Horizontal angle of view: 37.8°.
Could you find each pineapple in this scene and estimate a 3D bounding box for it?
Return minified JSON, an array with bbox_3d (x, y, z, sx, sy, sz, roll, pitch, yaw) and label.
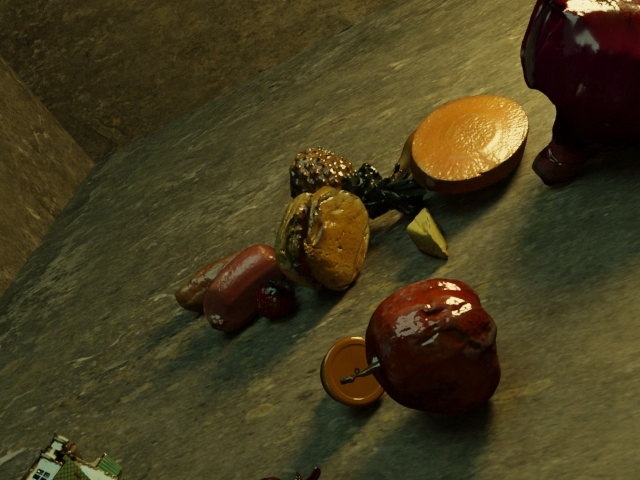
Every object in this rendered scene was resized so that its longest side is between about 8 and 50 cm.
[{"bbox_3d":[0.106,-0.121,2.229,0.364,0.165,0.165,13,49,21],"label":"pineapple"}]

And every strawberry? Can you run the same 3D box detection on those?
[{"bbox_3d":[-0.108,0.143,2.201,0.106,0.106,0.106,-30,26,16],"label":"strawberry"}]

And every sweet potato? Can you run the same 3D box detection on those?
[{"bbox_3d":[-0.270,0.098,2.485,0.251,0.097,0.097,-36,25,-5],"label":"sweet potato"}]

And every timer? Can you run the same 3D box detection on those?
[{"bbox_3d":[0.049,0.259,1.797,0.132,0.132,0.152,-47,2,-20],"label":"timer"}]

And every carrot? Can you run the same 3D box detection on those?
[{"bbox_3d":[0.334,-0.211,2.122,0.258,0.100,0.307,20,54,35],"label":"carrot"}]

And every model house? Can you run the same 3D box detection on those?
[{"bbox_3d":[-0.461,0.532,1.900,0.206,0.271,0.178,20,49,20],"label":"model house"}]

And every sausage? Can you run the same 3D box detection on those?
[{"bbox_3d":[-0.183,0.109,2.292,0.254,0.148,0.148,-39,25,2],"label":"sausage"}]

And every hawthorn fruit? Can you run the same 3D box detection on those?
[{"bbox_3d":[0.159,0.188,1.560,0.271,0.242,0.242,-13,24,-8],"label":"hawthorn fruit"}]

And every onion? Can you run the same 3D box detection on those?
[{"bbox_3d":[0.564,-0.286,1.851,0.398,0.398,0.420,-113,34,-64],"label":"onion"}]

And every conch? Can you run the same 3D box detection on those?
[{"bbox_3d":[0.227,-0.179,2.317,0.330,0.093,0.109,-52,58,20],"label":"conch"}]

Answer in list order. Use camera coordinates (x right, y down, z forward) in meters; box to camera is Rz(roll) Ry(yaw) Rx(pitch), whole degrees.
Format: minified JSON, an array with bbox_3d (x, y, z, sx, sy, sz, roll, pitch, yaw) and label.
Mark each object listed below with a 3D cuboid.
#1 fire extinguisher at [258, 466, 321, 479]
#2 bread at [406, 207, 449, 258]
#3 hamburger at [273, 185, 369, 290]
[{"bbox_3d":[-0.144,0.478,1.657,0.341,0.105,0.141,-24,29,32],"label":"fire extinguisher"},{"bbox_3d":[0.246,-0.018,2.010,0.080,0.084,0.109,-46,26,-13],"label":"bread"},{"bbox_3d":[0.000,0.000,2.132,0.163,0.244,0.244,2,45,40],"label":"hamburger"}]
